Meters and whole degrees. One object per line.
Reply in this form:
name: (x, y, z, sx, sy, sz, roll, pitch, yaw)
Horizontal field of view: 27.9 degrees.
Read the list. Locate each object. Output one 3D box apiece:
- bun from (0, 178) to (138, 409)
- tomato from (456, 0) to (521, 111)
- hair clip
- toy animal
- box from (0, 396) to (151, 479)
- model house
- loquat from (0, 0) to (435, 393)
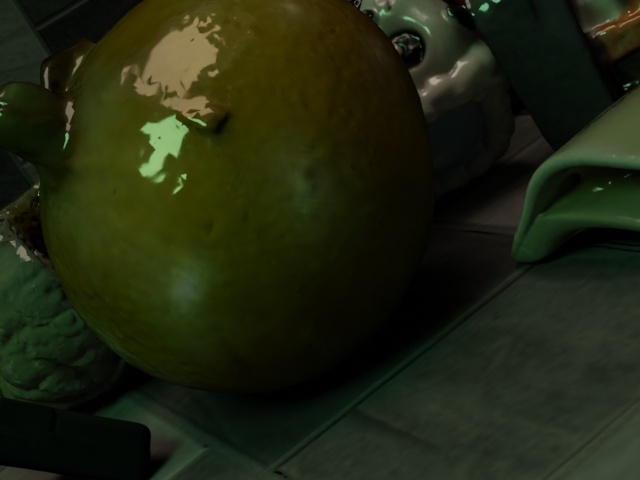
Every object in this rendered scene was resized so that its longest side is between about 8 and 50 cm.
bun: (-0.225, 0.039, 1.226, 0.281, 0.205, 0.281, -36, 9, 6)
tomato: (0.108, -0.207, 1.430, 0.309, 0.170, 0.309, -20, 17, 6)
hair clip: (0.237, -0.061, 0.871, 0.172, 0.113, 0.282, -35, 16, -15)
toy animal: (0.063, -0.143, 1.193, 0.156, 0.204, 0.208, -37, 55, -11)
box: (-0.262, 0.146, 0.997, 0.160, 0.230, 0.050, -8, 69, 53)
model house: (0.307, -0.241, 1.150, 0.301, 0.190, 0.271, -22, 16, 25)
loquat: (-0.084, -0.051, 0.981, 0.328, 0.359, 0.328, -33, 49, 48)
